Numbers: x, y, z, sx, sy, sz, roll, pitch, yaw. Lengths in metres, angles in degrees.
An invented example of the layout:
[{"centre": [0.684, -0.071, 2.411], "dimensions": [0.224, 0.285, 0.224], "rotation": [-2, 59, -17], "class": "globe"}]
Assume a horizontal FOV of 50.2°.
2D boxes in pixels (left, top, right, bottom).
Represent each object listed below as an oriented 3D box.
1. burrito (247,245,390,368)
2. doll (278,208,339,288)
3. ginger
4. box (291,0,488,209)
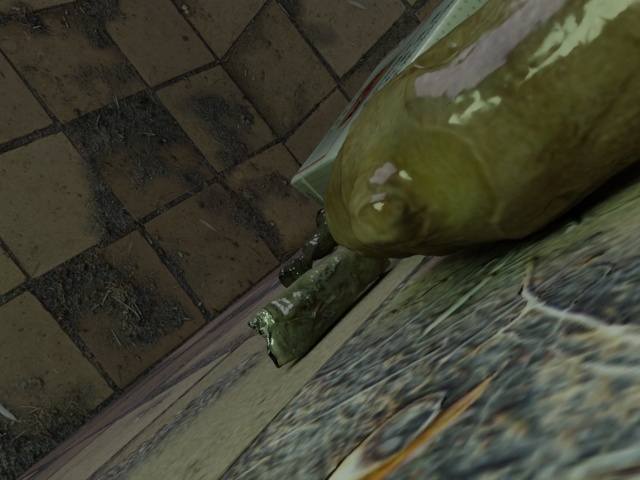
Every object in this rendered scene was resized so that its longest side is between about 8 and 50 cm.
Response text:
[{"centre": [0.003, 0.047, 0.593], "dimensions": [0.171, 0.051, 0.042], "rotation": [-39, -5, -39], "class": "burrito"}, {"centre": [-0.008, 0.011, 1.370], "dimensions": [0.286, 0.091, 0.202], "rotation": [-51, -3, -32], "class": "doll"}, {"centre": [0.116, -0.078, 0.367], "dimensions": [0.354, 0.126, 0.190], "rotation": [-38, -4, 42], "class": "ginger"}, {"centre": [0.084, -0.128, 0.722], "dimensions": [0.210, 0.095, 0.330], "rotation": [-53, 7, -6], "class": "box"}]
